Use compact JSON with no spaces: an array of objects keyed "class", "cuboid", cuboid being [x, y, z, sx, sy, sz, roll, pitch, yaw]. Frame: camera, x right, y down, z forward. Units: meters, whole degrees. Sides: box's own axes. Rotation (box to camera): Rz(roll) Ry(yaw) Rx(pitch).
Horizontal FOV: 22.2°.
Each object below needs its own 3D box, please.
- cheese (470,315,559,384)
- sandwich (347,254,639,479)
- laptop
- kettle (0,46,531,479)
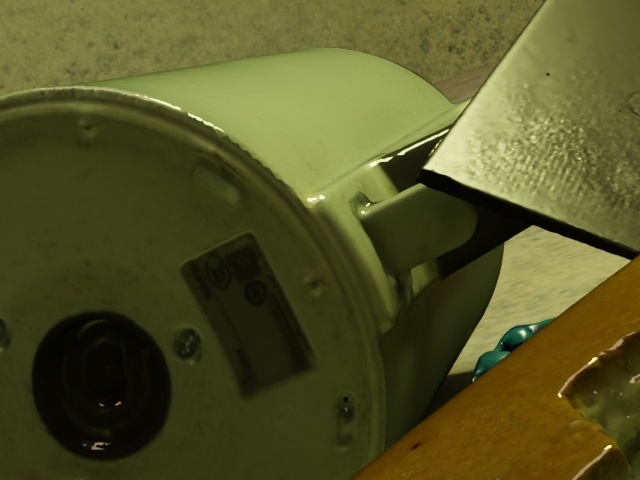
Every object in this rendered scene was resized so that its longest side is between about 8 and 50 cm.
[{"class":"cheese","cuboid":[0.212,0.017,0.754,0.329,0.129,0.217,-24,8,27]},{"class":"sandwich","cuboid":[0.078,0.102,0.488,0.235,0.122,0.128,-36,18,-16]},{"class":"laptop","cuboid":[0.135,-0.051,0.681,0.135,0.016,0.197,22,41,16]},{"class":"kettle","cuboid":[0.000,0.000,0.823,0.361,0.250,0.376,-30,2,20]}]
